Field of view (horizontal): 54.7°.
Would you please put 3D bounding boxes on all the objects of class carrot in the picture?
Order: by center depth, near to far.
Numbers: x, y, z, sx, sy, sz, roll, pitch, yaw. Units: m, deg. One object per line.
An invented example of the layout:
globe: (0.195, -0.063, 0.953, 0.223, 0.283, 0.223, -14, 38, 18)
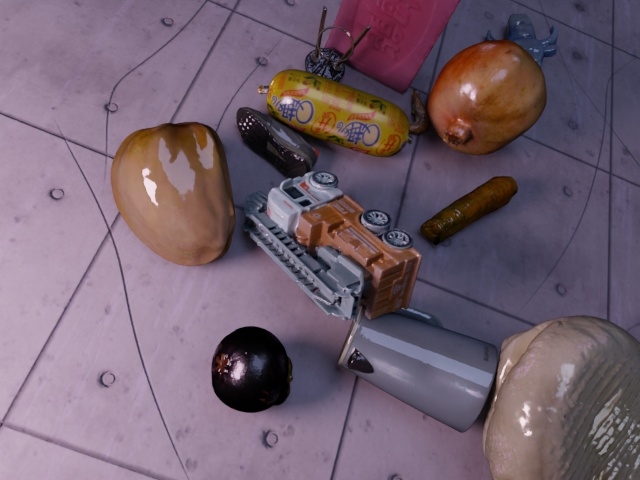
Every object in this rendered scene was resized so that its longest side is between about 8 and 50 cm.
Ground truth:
carrot: (0.318, -0.067, 1.310, 0.260, 0.070, 0.070, -29, 74, -29)

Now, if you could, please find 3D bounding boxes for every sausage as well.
sausage: (0.037, -0.265, 1.295, 0.347, 0.123, 0.123, 17, 58, -10)

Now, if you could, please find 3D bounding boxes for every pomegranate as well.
pomegranate: (0.350, -0.299, 1.348, 0.229, 0.252, 0.270, 51, 55, -11)

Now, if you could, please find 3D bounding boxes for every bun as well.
bun: (0.395, 0.290, 1.023, 0.365, 0.219, 0.365, -3, 96, -34)

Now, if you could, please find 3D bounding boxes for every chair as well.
chair: (0.022, -0.402, 1.337, 0.104, 0.221, 0.095, 25, 81, -6)

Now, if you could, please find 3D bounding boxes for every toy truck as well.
toy truck: (0.000, 0.000, 1.080, 0.184, 0.133, 0.338, -21, 46, -33)

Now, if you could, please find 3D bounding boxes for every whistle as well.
whistle: (0.526, -0.497, 1.607, 0.180, 0.093, 0.269, -3, 58, 9)

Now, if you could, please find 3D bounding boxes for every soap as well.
soap: (0.168, -0.514, 1.341, 0.233, 0.359, 0.128, 28, 60, -1)

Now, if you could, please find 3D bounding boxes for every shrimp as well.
shrimp: (0.209, -0.302, 1.432, 0.091, 0.025, 0.127, 7, 63, -13)

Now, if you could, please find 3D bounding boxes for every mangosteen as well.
mangosteen: (-0.100, 0.209, 0.996, 0.151, 0.137, 0.137, 24, 49, -46)

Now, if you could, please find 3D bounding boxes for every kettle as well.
kettle: (0.166, 0.190, 1.084, 0.243, 0.160, 0.210, 24, 39, 3)

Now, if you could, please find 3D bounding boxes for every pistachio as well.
pistachio: (-0.258, -0.078, 1.085, 0.213, 0.163, 0.260, -14, 84, 17)

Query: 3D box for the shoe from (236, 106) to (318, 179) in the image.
shoe: (-0.086, -0.205, 1.260, 0.194, 0.074, 0.077, 41, 46, 4)
